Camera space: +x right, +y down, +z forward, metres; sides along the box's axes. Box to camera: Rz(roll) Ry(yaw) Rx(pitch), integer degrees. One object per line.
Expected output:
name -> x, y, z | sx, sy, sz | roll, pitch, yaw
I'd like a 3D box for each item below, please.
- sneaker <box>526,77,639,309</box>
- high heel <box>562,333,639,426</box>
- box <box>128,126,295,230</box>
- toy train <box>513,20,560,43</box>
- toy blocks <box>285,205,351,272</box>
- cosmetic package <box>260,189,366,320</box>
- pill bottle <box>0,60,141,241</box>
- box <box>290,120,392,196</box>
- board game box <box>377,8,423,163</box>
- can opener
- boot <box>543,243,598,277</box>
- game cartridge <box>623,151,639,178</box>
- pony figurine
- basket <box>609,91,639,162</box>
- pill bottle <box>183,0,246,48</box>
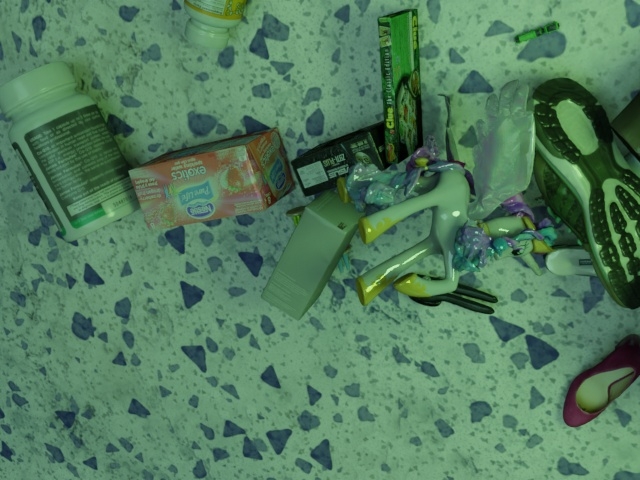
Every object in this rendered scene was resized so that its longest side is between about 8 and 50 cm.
sneaker -> 0.457, -0.073, 1.455 | 0.410, 0.158, 0.182 | 67, 162, 5
high heel -> 0.533, 0.290, 1.588 | 0.082, 0.117, 0.244 | 38, 121, 6
box -> -0.227, -0.127, 1.753 | 0.300, 0.154, 0.142 | -9, 106, 27
toy train -> 0.375, -0.360, 1.453 | 0.083, 0.024, 0.017 | -15, 103, 29
toy blocks -> 0.000, 0.000, 1.757 | 0.123, 0.054, 0.148 | -7, 107, 27
cosmetic package -> -0.015, 0.028, 1.670 | 0.107, 0.127, 0.238 | 30, 118, 9
pill bottle -> -0.555, -0.196, 1.848 | 0.204, 0.204, 0.361 | -20, 101, 30
box -> 0.057, -0.162, 1.610 | 0.180, 0.147, 0.077 | -17, 102, 29
board game box -> 0.149, -0.282, 1.525 | 0.030, 0.136, 0.259 | 6, 112, 29
can opener -> 0.265, 0.107, 1.685 | 0.186, 0.073, 0.059 | 9, 75, 18
boot -> 0.504, 0.032, 1.525 | 0.190, 0.086, 0.069 | 5, 100, 9
game cartridge -> 0.656, -0.114, 1.407 | 0.294, 0.060, 0.196 | -24, 95, 31
pony figurine -> 0.223, -0.074, 1.424 | 0.363, 0.303, 0.351 | -13, 100, -13
basket -> 0.583, -0.206, 1.299 | 0.227, 0.154, 0.204 | -42, 56, 16
pill bottle -> -0.198, -0.484, 1.615 | 0.118, 0.117, 0.208 | 27, 119, 13
